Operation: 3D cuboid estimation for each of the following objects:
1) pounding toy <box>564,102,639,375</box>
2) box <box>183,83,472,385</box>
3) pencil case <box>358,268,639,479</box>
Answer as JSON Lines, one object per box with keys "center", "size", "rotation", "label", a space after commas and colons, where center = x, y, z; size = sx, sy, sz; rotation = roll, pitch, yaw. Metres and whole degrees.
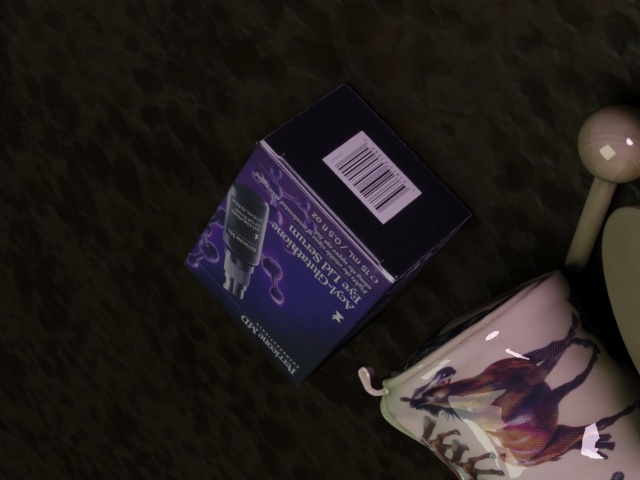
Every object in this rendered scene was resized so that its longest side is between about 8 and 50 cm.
{"center": [0.262, 0.026, 0.876], "size": [0.183, 0.110, 0.237], "rotation": [80, 166, -51], "label": "pounding toy"}
{"center": [0.000, 0.000, 1.110], "size": [0.153, 0.108, 0.207], "rotation": [46, 143, 7], "label": "box"}
{"center": [0.207, 0.212, 0.998], "size": [0.410, 0.183, 0.160], "rotation": [53, 171, -3], "label": "pencil case"}
